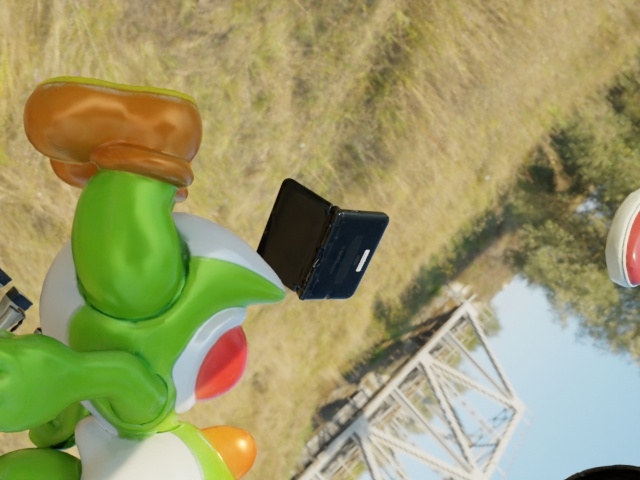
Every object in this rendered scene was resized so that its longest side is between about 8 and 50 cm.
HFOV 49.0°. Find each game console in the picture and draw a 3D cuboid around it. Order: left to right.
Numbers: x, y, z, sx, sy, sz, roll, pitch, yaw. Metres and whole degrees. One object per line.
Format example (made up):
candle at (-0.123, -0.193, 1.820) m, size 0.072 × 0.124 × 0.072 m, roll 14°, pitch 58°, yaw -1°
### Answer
game console at (0.000, 0.000, 0.783) m, size 0.107 × 0.071 × 0.122 m, roll 2°, pitch 127°, yaw -32°

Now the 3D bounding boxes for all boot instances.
boot at (0.449, -0.019, 0.789) m, size 0.244 × 0.088 × 0.176 m, roll -34°, pitch -153°, yaw -30°

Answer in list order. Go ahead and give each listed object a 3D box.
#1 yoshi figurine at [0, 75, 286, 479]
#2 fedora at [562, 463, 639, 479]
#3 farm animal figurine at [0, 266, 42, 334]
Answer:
yoshi figurine at (-0.159, 0.094, 0.449) m, size 0.203 × 0.362 × 0.204 m, roll -5°, pitch 175°, yaw 36°
fedora at (0.175, 0.316, 0.480) m, size 0.334 × 0.153 × 0.334 m, roll -52°, pitch -152°, yaw 43°
farm animal figurine at (-0.484, 0.041, 0.778) m, size 0.172 × 0.326 × 0.330 m, roll -46°, pitch -145°, yaw -13°
